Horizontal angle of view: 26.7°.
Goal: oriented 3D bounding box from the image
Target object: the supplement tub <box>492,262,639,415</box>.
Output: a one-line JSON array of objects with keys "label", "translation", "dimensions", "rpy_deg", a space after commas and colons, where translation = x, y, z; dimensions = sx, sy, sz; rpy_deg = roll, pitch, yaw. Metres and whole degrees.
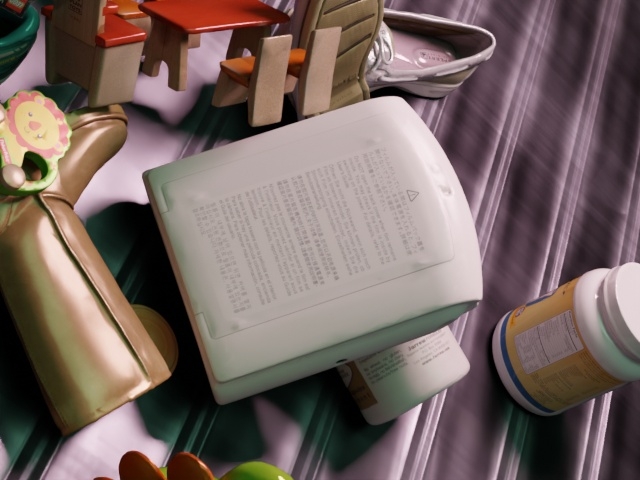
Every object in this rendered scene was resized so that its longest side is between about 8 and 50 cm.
[{"label": "supplement tub", "translation": [0.328, 0.121, 1.670], "dimensions": [0.144, 0.199, 0.144], "rpy_deg": [24, 51, -33]}]

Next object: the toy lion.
[{"label": "toy lion", "translation": [-0.266, -0.089, 1.227], "dimensions": [0.096, 0.034, 0.100], "rpy_deg": [-6, 72, -47]}]

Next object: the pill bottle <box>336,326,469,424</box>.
[{"label": "pill bottle", "translation": [0.054, 0.075, 1.483], "dimensions": [0.131, 0.131, 0.229], "rpy_deg": [-25, 84, -49]}]

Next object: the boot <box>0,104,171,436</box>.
[{"label": "boot", "translation": [-0.221, 0.021, 1.286], "dimensions": [0.236, 0.089, 0.270], "rpy_deg": [-28, 87, -43]}]

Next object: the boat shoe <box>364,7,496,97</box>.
[{"label": "boat shoe", "translation": [0.094, -0.253, 1.745], "dimensions": [0.320, 0.103, 0.118], "rpy_deg": [4, 64, -43]}]

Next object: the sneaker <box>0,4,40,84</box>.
[{"label": "sneaker", "translation": [-0.389, -0.215, 1.245], "dimensions": [0.275, 0.110, 0.107], "rpy_deg": [5, 62, -42]}]

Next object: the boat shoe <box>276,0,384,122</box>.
[{"label": "boat shoe", "translation": [-0.003, -0.224, 1.522], "dimensions": [0.113, 0.302, 0.103], "rpy_deg": [-28, 60, -22]}]

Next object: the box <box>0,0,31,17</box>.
[{"label": "box", "translation": [-0.343, -0.309, 1.309], "dimensions": [0.159, 0.044, 0.233], "rpy_deg": [28, 21, -21]}]

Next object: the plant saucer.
[{"label": "plant saucer", "translation": [-0.175, 0.102, 1.333], "dimensions": [0.083, 0.013, 0.083], "rpy_deg": [24, 51, -32]}]

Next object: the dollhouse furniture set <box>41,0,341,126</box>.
[{"label": "dollhouse furniture set", "translation": [-0.145, -0.224, 1.364], "dimensions": [0.262, 0.135, 0.259], "rpy_deg": [30, 31, 34]}]

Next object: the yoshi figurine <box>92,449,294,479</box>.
[{"label": "yoshi figurine", "translation": [-0.125, 0.285, 1.003], "dimensions": [0.203, 0.362, 0.204], "rpy_deg": [27, 49, -31]}]

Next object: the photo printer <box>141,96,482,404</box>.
[{"label": "photo printer", "translation": [0.000, 0.000, 1.375], "dimensions": [0.307, 0.107, 0.256], "rpy_deg": [-19, 75, -7]}]
